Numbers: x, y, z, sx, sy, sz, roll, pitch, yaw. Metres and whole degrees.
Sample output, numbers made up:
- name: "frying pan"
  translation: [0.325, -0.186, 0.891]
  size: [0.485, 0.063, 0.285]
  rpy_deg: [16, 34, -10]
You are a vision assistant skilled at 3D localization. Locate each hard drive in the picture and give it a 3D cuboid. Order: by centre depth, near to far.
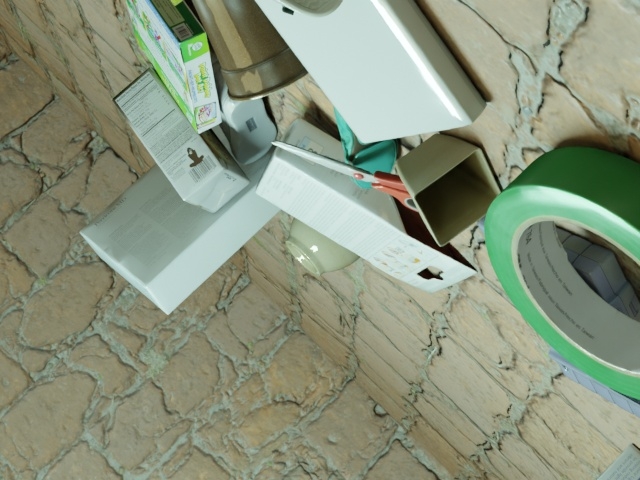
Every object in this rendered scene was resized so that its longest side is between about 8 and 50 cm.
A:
- name: "hard drive"
  translation: [0.025, -0.275, 1.453]
  size: [0.353, 0.047, 0.233]
  rpy_deg: [52, 153, -21]

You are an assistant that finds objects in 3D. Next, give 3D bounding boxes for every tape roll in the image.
- name: "tape roll"
  translation: [0.334, 0.043, 1.355]
  size: [0.321, 0.077, 0.321]
  rpy_deg: [39, 156, 21]

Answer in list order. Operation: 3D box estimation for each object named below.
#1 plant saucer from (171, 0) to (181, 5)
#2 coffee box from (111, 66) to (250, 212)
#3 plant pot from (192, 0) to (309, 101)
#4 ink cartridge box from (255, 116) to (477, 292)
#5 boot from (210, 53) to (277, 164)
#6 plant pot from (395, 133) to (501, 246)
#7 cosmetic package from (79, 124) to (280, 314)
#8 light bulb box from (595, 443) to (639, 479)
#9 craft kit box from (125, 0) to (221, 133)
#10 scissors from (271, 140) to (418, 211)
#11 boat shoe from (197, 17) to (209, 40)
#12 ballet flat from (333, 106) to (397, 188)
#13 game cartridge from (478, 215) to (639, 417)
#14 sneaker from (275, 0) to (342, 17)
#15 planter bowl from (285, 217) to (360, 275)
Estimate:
- name: "plant saucer"
  translation: [-0.170, -0.425, 1.501]
  size: [0.045, 0.188, 0.188]
  rpy_deg: [4, 154, 12]
- name: "coffee box"
  translation: [-0.253, -0.182, 2.176]
  size: [0.246, 0.098, 0.141]
  rpy_deg: [53, -172, 18]
- name: "plant pot"
  translation: [-0.089, -0.302, 1.607]
  size: [0.167, 0.167, 0.165]
  rpy_deg: [24, 146, 59]
- name: "ink cartridge box"
  translation: [0.082, -0.050, 2.066]
  size: [0.385, 0.091, 0.308]
  rpy_deg: [29, 167, -4]
- name: "boot"
  translation: [-0.153, -0.243, 2.169]
  size: [0.123, 0.095, 0.258]
  rpy_deg: [55, 168, 20]
- name: "plant pot"
  translation: [0.164, -0.080, 1.601]
  size: [0.096, 0.109, 0.109]
  rpy_deg: [52, 176, 48]
- name: "cosmetic package"
  translation: [-0.251, -0.064, 2.332]
  size: [0.284, 0.377, 0.097]
  rpy_deg: [34, 162, 45]
- name: "light bulb box"
  translation: [0.580, 0.585, 2.040]
  size: [0.361, 0.225, 0.358]
  rpy_deg: [42, 167, 21]
- name: "craft kit box"
  translation: [-0.259, -0.346, 2.030]
  size: [0.250, 0.061, 0.247]
  rpy_deg: [56, 163, 26]
- name: "scissors"
  translation: [0.073, -0.086, 1.747]
  size: [0.297, 0.021, 0.109]
  rpy_deg: [12, 156, 11]
- name: "boat shoe"
  translation: [-0.174, -0.353, 1.945]
  size: [0.050, 0.045, 0.135]
  rpy_deg: [59, 167, -21]
- name: "ballet flat"
  translation: [0.063, -0.165, 1.735]
  size: [0.247, 0.083, 0.087]
  rpy_deg: [76, 172, -66]
- name: "game cartridge"
  translation: [0.367, 0.114, 1.643]
  size: [0.230, 0.068, 0.355]
  rpy_deg: [36, 165, 53]
- name: "sneaker"
  translation: [-0.091, -0.324, 1.293]
  size: [0.255, 0.094, 0.151]
  rpy_deg: [32, -169, -8]
- name: "planter bowl"
  translation: [0.000, 0.000, 2.341]
  size: [0.162, 0.109, 0.162]
  rpy_deg: [44, 167, 13]
